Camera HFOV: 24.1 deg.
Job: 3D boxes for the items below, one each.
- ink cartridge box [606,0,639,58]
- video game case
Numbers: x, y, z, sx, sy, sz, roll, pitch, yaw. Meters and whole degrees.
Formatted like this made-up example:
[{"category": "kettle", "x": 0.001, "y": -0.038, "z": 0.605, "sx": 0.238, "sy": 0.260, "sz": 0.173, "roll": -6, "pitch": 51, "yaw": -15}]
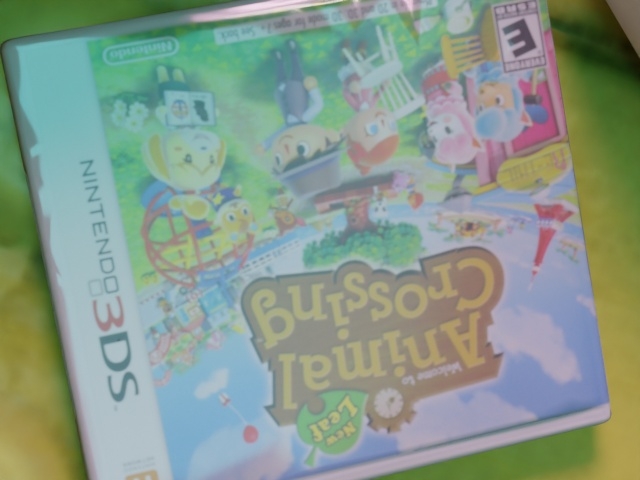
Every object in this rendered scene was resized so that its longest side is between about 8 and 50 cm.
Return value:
[{"category": "ink cartridge box", "x": 0.229, "y": -0.121, "z": 0.579, "sx": 0.218, "sy": 0.092, "sz": 0.158, "roll": -40, "pitch": 116, "yaw": -6}, {"category": "video game case", "x": 0.000, "y": 0.000, "z": 0.584, "sx": 0.212, "sy": 0.023, "sz": 0.193, "roll": -12, "pitch": 97, "yaw": -12}]
